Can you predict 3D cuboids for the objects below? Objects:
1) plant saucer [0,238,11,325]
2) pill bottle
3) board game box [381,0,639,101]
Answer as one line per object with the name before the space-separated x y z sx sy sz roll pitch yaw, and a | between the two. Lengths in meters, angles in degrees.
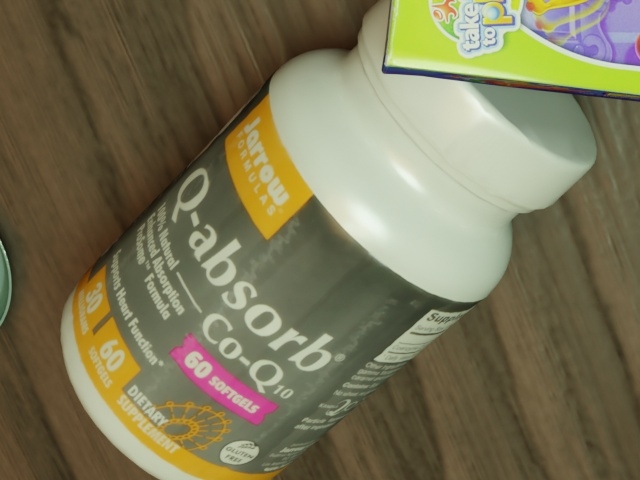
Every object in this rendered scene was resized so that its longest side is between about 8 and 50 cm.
plant saucer | -0.250 0.015 0.888 0.119 0.021 0.119 6 111 17
pill bottle | 0.000 0.000 0.721 0.162 0.162 0.278 45 117 -1
board game box | 0.160 -0.227 0.547 0.233 0.078 0.347 6 95 1
